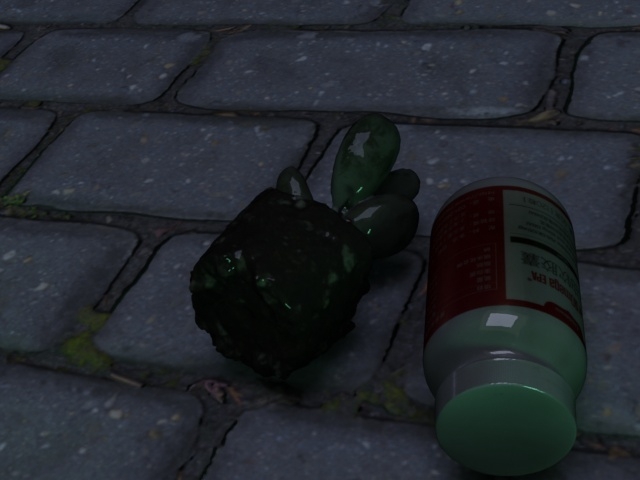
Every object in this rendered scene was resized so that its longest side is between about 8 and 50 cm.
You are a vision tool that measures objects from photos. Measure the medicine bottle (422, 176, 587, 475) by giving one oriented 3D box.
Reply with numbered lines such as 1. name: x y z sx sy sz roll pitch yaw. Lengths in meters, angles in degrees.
1. medicine bottle: 0.153 0.063 0.878 0.131 0.131 0.250 -5 38 12

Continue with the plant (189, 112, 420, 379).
1. plant: -0.001 0.002 1.001 0.149 0.146 0.274 29 50 17
